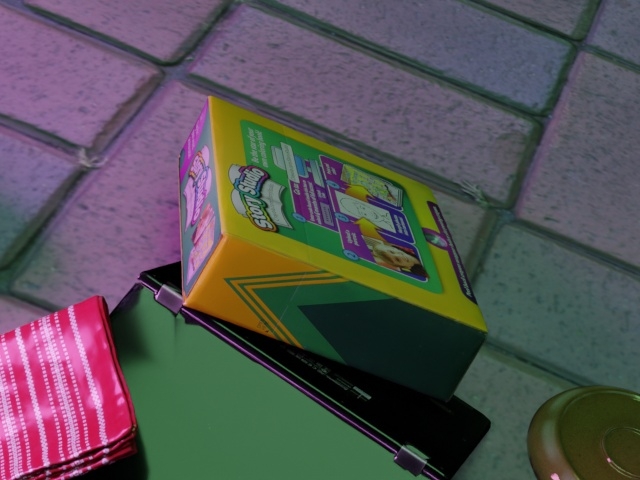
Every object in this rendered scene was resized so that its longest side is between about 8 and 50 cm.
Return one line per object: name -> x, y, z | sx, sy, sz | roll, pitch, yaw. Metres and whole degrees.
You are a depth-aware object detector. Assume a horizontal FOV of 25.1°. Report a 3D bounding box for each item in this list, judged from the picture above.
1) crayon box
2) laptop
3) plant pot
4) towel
crayon box -> 0.000, 0.000, 1.635 | 0.313, 0.106, 0.363 | 21, 23, -16
laptop -> -0.069, 0.222, 1.526 | 0.382, 0.236, 0.408 | 33, 14, 11
plant pot -> 0.356, 0.252, 1.657 | 0.236, 0.032, 0.236 | 11, 42, -10
towel -> -0.318, 0.171, 1.400 | 0.275, 0.031, 0.199 | -22, 48, 1
